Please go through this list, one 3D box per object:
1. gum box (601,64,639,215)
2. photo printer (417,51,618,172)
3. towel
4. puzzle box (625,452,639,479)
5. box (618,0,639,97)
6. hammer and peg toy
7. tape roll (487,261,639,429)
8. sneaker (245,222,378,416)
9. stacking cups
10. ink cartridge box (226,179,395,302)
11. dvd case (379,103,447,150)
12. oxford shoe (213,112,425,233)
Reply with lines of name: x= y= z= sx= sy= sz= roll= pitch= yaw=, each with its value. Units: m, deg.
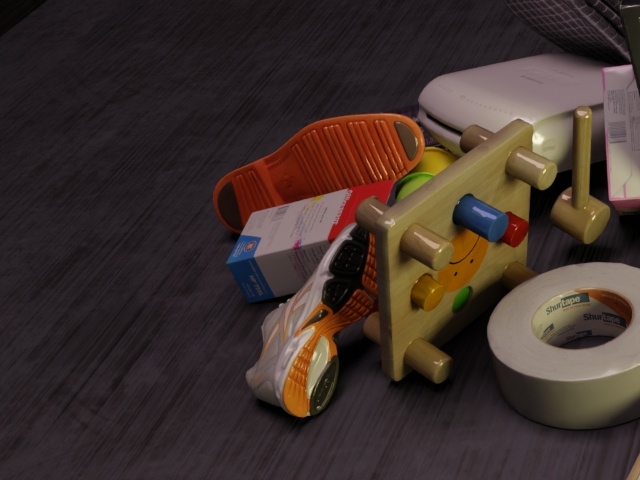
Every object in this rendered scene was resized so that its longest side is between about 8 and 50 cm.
gum box: x=0.411 y=-0.136 z=1.586 sx=0.062 sy=0.188 sz=0.107 roll=-4 pitch=-10 yaw=19
photo printer: x=0.313 y=-0.185 z=1.749 sx=0.307 sy=0.107 sz=0.256 roll=-15 pitch=28 yaw=-28
towel: x=0.427 y=-0.338 z=1.834 sx=0.121 sy=0.283 sz=0.235 roll=-55 pitch=20 yaw=-5
puzzle box: x=0.486 y=0.177 z=1.192 sx=0.272 sy=0.052 sz=0.409 roll=6 pitch=38 yaw=34
box: x=0.559 y=-0.196 z=1.447 sx=0.312 sy=0.343 sz=0.179 roll=-4 pitch=35 yaw=28
hammer and peg toy: x=0.198 y=-0.019 z=1.453 sx=0.361 sy=0.266 sz=0.127 roll=-36 pitch=49 yaw=-29
tape roll: x=0.303 y=0.115 z=1.370 sx=0.219 sy=0.072 sz=0.219 roll=-14 pitch=31 yaw=8
sneaker: x=-0.016 y=0.087 z=1.499 sx=0.121 sy=0.099 sz=0.262 roll=4 pitch=59 yaw=47
stacking cups: x=0.119 y=-0.010 z=1.647 sx=0.096 sy=0.096 sz=0.316 roll=-3 pitch=33 yaw=24
ink cartridge box: x=0.000 y=0.000 z=1.682 sx=0.231 sy=0.078 sz=0.134 roll=-13 pitch=30 yaw=24
dvd case: x=0.194 y=-0.189 z=1.979 sx=0.221 sy=0.018 sz=0.164 roll=-13 pitch=32 yaw=6
oxford shoe: x=0.009 y=-0.115 z=1.795 sx=0.363 sy=0.130 sz=0.132 roll=-16 pitch=9 yaw=33
